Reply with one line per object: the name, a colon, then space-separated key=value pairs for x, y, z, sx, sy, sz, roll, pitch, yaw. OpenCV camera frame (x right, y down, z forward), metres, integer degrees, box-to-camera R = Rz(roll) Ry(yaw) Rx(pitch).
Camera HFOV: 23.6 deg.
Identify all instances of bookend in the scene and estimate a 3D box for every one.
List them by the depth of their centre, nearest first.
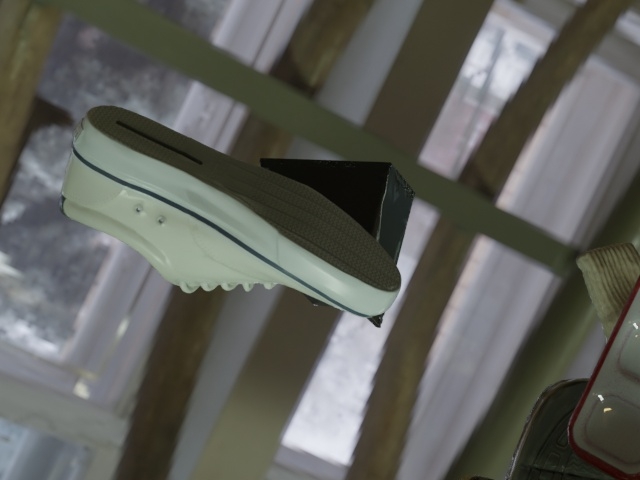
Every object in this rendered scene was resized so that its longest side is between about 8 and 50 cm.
bookend: x=0.000 y=0.000 z=1.591 sx=0.156 sy=0.157 sz=0.072 roll=3 pitch=156 yaw=28

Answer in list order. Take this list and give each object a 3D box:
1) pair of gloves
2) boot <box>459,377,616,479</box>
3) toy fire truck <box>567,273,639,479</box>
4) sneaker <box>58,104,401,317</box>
pair of gloves: x=0.356 y=0.089 z=1.402 sx=0.240 sy=0.204 sz=0.042 roll=-2 pitch=156 yaw=-31
boot: x=0.196 y=0.296 z=1.530 sx=0.138 sy=0.377 sz=0.284 roll=2 pitch=-171 yaw=-13
toy fire truck: x=0.317 y=0.052 z=0.979 sx=0.254 sy=0.302 sz=0.169 roll=26 pitch=-175 yaw=34
sneaker: x=-0.067 y=-0.004 z=1.101 sx=0.258 sy=0.091 sz=0.094 roll=28 pitch=-152 yaw=5
